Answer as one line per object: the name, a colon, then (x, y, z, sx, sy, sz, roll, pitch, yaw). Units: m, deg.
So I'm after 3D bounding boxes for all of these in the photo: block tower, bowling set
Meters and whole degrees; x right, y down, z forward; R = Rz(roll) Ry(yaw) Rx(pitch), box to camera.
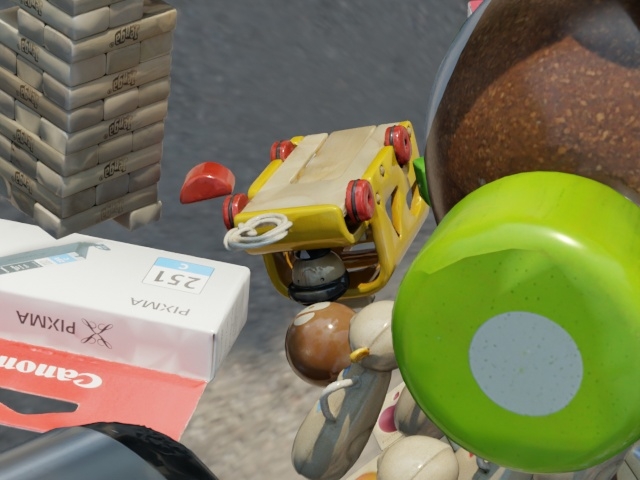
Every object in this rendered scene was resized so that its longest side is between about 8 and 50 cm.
block tower: (-0.155, -0.158, 1.155, 0.091, 0.097, 0.335, 34, 132, 34)
bowling set: (0.059, 0.077, 1.023, 0.200, 0.287, 0.154, 41, 125, 22)

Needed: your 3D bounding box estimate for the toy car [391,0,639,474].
toy car: (0.072, -0.079, 0.336, 0.149, 0.155, 0.188, -11, 110, 26)

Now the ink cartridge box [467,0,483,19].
ink cartridge box: (0.206, -0.172, 1.637, 0.135, 0.056, 0.099, -5, 130, -3)

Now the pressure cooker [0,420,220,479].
pressure cooker: (-0.225, 0.335, 1.007, 0.420, 0.375, 0.370, -21, 98, -33)

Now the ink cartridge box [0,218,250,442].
ink cartridge box: (-0.239, 0.082, 1.663, 0.296, 0.261, 0.066, 10, 118, 8)

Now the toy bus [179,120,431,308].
toy bus: (0.008, -0.005, 1.194, 0.202, 0.191, 0.104, -23, 112, -20)

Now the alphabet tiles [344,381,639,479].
alphabet tiles: (0.150, 0.188, 1.421, 0.285, 0.342, 0.011, -38, 124, 7)
